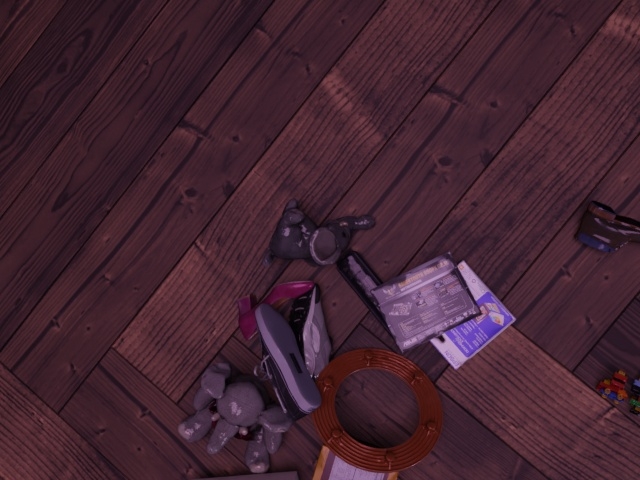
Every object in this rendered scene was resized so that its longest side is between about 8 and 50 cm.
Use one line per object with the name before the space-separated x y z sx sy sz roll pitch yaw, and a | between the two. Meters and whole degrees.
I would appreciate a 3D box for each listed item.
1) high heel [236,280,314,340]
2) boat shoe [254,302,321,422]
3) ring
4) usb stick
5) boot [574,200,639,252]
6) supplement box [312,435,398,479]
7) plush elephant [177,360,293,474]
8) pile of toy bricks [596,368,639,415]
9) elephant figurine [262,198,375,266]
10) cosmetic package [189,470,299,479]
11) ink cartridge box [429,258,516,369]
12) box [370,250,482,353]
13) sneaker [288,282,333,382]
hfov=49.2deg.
high heel | -0.115 0.182 1.858 0.244 0.082 0.117 -18 76 19
boat shoe | -0.106 0.307 1.763 0.105 0.113 0.306 -39 69 23
ring | 0.143 0.413 1.750 0.337 0.032 0.336 5 50 -6
usb stick | 0.149 0.149 1.858 0.077 0.045 0.278 -41 83 11
boot | 0.759 -0.009 1.777 0.219 0.082 0.106 29 113 4
supplement box | 0.091 0.589 1.770 0.194 0.191 0.129 17 88 9
plush elephant | -0.211 0.443 1.787 0.272 0.255 0.329 31 92 8
pile of toy bricks | 0.811 0.368 1.733 0.212 0.118 0.105 24 59 17
elephant figurine | 0.000 0.000 1.841 0.240 0.169 0.186 24 120 -7
cosmetic package | -0.197 0.705 1.813 0.297 0.129 0.153 -9 114 8
ink cartridge box | 0.361 0.193 1.824 0.208 0.045 0.206 -41 82 3
box | 0.268 0.158 1.789 0.231 0.056 0.183 -28 82 5
sneaker | -0.020 0.249 1.862 0.108 0.100 0.271 8 77 -30
